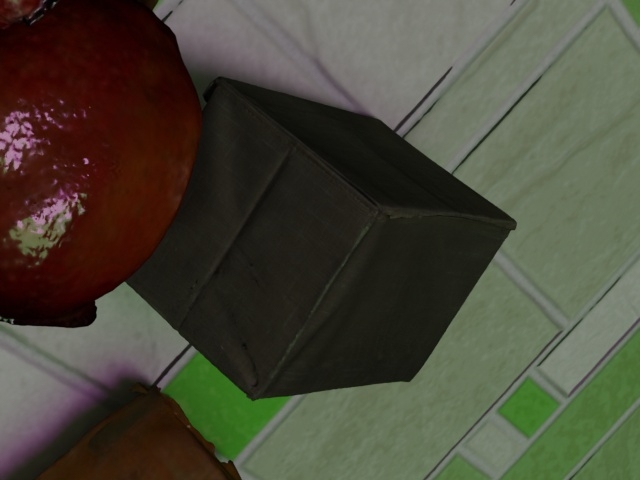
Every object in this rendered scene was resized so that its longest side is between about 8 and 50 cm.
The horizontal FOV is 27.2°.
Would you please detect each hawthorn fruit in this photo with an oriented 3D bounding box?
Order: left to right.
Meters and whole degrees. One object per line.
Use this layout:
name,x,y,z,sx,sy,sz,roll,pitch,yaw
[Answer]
hawthorn fruit,-0.155,-0.066,0.786,0.251,0.189,0.189,-49,135,-9

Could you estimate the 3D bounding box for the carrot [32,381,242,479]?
carrot,-0.183,0.291,0.975,0.340,0.224,0.224,-41,134,-9

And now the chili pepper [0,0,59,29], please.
chili pepper,-0.239,-0.211,0.657,0.136,0.144,0.252,-22,138,32

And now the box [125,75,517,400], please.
box,0.000,0.000,0.906,0.149,0.155,0.231,-57,156,14
